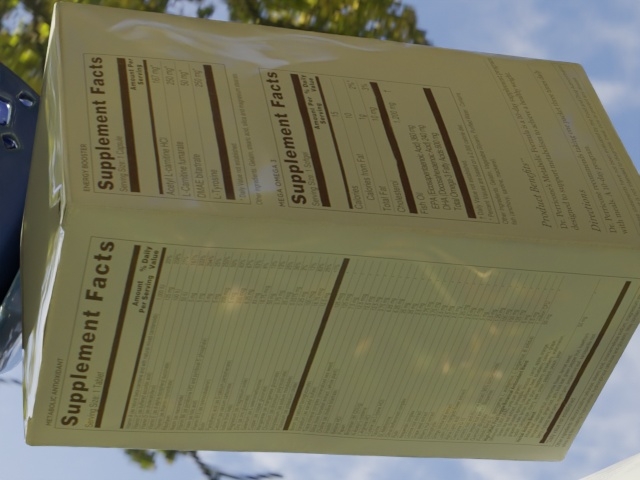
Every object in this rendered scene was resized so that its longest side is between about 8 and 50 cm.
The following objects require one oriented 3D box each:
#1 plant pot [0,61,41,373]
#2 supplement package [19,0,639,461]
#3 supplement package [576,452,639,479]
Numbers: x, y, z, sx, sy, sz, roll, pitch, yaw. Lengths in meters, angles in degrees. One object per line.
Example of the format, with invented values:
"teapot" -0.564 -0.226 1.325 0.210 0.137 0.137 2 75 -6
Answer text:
"plant pot" -0.323 -0.020 1.242 0.212 0.236 0.236 26 -30 -9
"supplement package" 0.000 0.000 0.589 0.244 0.134 0.139 5 -49 -17
"supplement package" 0.179 0.235 0.733 0.204 0.145 0.262 55 -31 7
